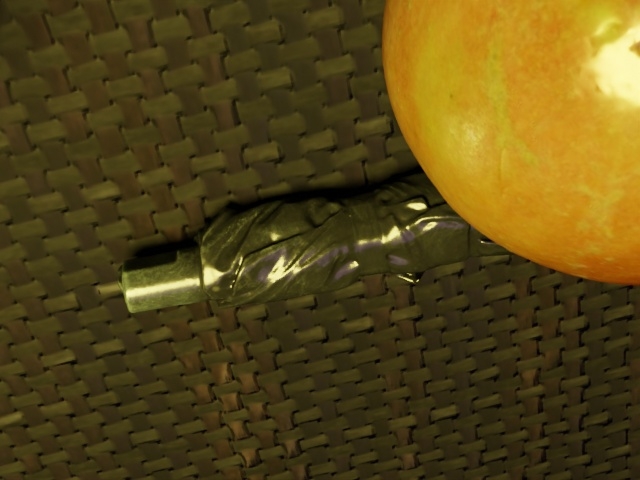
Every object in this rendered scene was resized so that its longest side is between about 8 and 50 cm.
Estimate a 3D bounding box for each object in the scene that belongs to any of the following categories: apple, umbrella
[{"bbox_3d":[0.152,-0.092,0.561,0.253,0.254,0.254,-6,133,-7],"label":"apple"},{"bbox_3d":[0.000,0.000,0.728,0.235,0.059,0.066,-10,111,0],"label":"umbrella"}]
